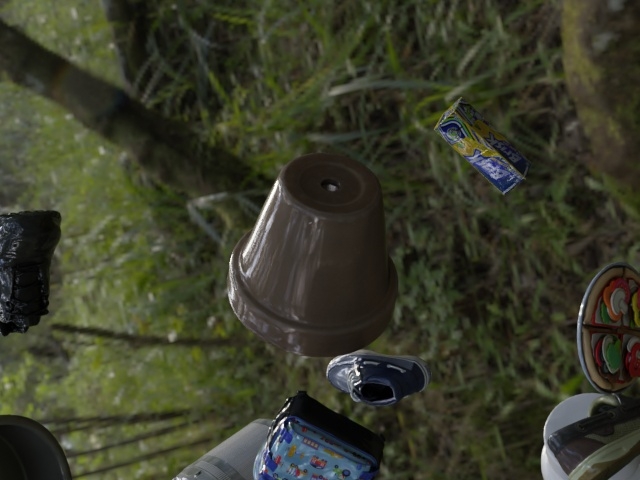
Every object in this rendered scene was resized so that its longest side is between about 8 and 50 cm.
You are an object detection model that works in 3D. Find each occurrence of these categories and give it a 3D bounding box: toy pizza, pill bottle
[{"bbox_3d":[0.451,0.133,1.642,0.032,0.201,0.201,3,110,47],"label":"toy pizza"},{"bbox_3d":[0.420,0.364,1.659,0.283,0.161,0.161,68,-177,-47],"label":"pill bottle"}]

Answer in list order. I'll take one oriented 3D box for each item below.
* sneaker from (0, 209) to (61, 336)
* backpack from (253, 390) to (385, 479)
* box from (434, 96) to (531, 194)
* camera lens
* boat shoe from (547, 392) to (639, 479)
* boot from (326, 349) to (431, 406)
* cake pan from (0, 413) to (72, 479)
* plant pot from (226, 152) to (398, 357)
[{"bbox_3d":[-0.410,0.047,1.522,0.286,0.109,0.130,129,130,-61],"label":"sneaker"},{"bbox_3d":[-0.016,0.316,1.478,0.173,0.158,0.117,-59,3,20],"label":"backpack"},{"bbox_3d":[0.275,-0.159,1.851,0.169,0.054,0.059,41,-141,-8],"label":"box"},{"bbox_3d":[-0.142,0.487,2.087,0.219,0.274,0.220,29,134,35],"label":"camera lens"},{"bbox_3d":[0.318,0.196,1.167,0.073,0.223,0.080,52,130,19],"label":"boat shoe"},{"bbox_3d":[0.062,0.201,1.591,0.190,0.086,0.069,-10,98,43],"label":"boot"},{"bbox_3d":[-0.359,0.314,1.097,0.293,0.054,0.293,-32,-54,-57],"label":"cake pan"},{"bbox_3d":[0.000,0.000,1.616,0.263,0.262,0.229,-108,21,-45],"label":"plant pot"}]
